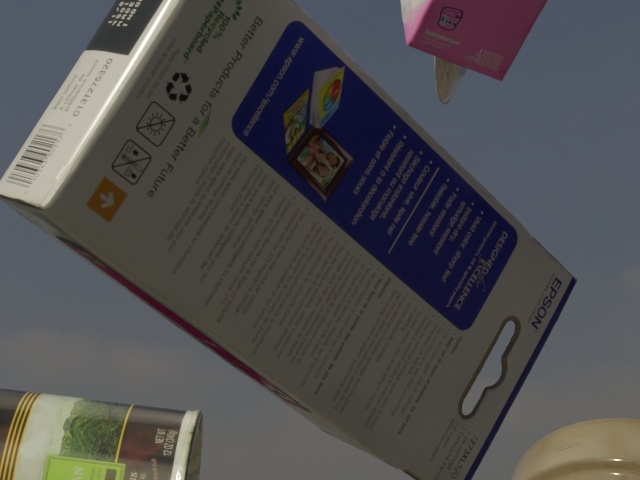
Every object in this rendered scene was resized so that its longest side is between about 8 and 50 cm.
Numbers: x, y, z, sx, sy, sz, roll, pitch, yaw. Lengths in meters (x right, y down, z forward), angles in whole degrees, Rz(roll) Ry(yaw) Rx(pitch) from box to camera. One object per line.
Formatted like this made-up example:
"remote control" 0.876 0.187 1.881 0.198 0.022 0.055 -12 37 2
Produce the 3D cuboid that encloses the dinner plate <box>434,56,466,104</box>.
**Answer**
"dinner plate" 0.119 -0.188 1.353 0.017 0.141 0.141 7 -17 14

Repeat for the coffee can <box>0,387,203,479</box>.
"coffee can" -0.258 0.239 1.430 0.275 0.201 0.201 6 -19 0

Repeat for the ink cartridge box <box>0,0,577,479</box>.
"ink cartridge box" 0.000 0.000 0.910 0.371 0.175 0.069 39 -15 -35

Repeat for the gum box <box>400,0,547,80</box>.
"gum box" 0.094 -0.190 0.916 0.062 0.188 0.107 19 -59 -14

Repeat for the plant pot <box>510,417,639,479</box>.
"plant pot" 0.305 0.385 1.543 0.323 0.280 0.323 14 -48 17
